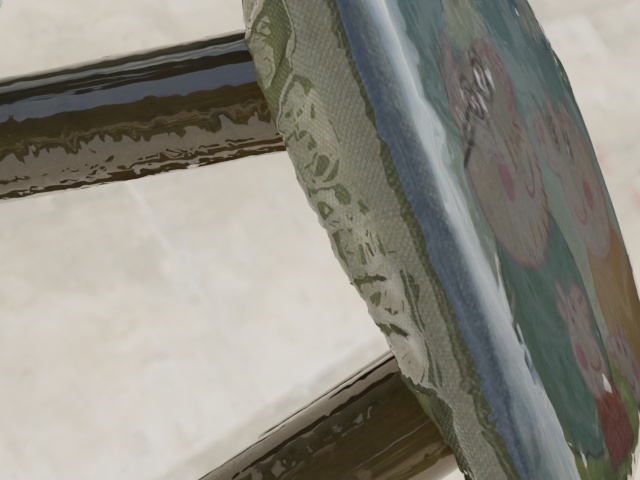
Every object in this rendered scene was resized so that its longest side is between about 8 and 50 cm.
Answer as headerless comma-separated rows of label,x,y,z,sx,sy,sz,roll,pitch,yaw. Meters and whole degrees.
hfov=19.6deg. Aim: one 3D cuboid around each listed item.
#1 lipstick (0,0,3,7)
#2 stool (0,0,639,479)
lipstick,-0.375,-0.097,1.624,0.076,0.289,0.077,27,5,7
stool,0.000,0.000,0.862,0.310,0.226,0.310,69,19,-1
